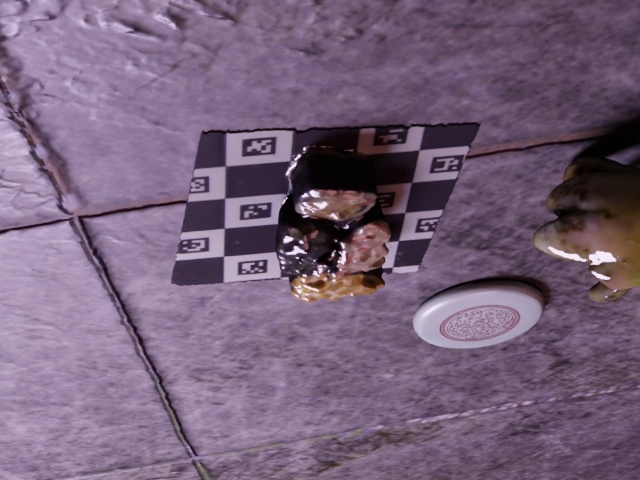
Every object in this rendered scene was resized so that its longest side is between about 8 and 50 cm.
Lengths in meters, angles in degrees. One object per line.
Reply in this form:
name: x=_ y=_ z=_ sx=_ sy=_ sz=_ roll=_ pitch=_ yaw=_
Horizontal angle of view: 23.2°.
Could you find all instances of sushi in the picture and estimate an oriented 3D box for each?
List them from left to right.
sushi: x=0.000 y=0.000 z=1.087 sx=0.192 sy=0.050 sz=0.215 roll=-3 pitch=152 yaw=-11

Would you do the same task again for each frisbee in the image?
frisbee: x=0.131 y=0.063 z=1.283 sx=0.110 sy=0.014 sz=0.110 roll=-6 pitch=152 yaw=-3

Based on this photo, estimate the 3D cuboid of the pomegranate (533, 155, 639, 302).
pomegranate: x=0.304 y=-0.020 z=1.003 sx=0.242 sy=0.242 sz=0.306 roll=10 pitch=-172 yaw=-32
